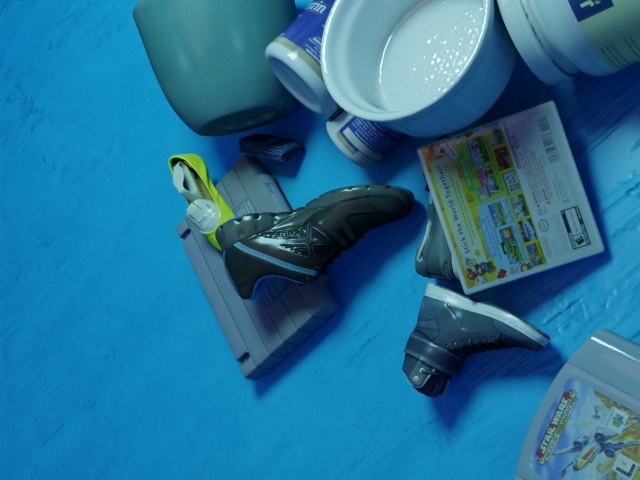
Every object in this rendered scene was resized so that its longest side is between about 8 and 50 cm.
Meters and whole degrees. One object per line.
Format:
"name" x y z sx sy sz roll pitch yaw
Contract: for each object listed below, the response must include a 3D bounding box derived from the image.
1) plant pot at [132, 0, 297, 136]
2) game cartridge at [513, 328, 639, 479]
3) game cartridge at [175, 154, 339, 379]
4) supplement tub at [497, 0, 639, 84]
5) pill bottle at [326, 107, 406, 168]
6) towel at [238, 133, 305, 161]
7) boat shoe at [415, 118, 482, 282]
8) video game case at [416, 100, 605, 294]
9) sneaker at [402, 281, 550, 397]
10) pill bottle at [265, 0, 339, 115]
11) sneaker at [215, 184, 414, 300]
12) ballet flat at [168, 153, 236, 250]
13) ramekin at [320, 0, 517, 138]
"plant pot" -0.163 -0.322 1.662 0.293 0.293 0.235 -17 86 35
"game cartridge" 0.378 0.281 1.249 0.198 0.062 0.297 27 98 34
"game cartridge" -0.118 0.043 1.686 0.230 0.068 0.355 -41 58 20
"supplement tub" 0.418 -0.360 1.227 0.325 0.235 0.235 -22 68 33
"pill bottle" 0.109 -0.217 1.522 0.186 0.112 0.112 -42 58 25
"towel" -0.090 -0.173 1.702 0.119 0.067 0.029 16 122 40
"boat shoe" 0.189 -0.094 1.433 0.099 0.116 0.319 -4 84 34
"video game case" 0.271 -0.059 1.334 0.206 0.026 0.227 -19 89 13
"sneaker" 0.218 0.167 1.365 0.226 0.086 0.163 18 82 49
"pill bottle" 0.049 -0.346 1.525 0.265 0.153 0.153 -46 53 -8
"sneaker" 0.000 0.000 1.537 0.340 0.125 0.140 -17 80 16
"ballet flat" -0.221 -0.071 1.705 0.077 0.077 0.231 -43 58 23
"ramekin" 0.149 -0.283 1.351 0.277 0.135 0.277 -12 70 35
